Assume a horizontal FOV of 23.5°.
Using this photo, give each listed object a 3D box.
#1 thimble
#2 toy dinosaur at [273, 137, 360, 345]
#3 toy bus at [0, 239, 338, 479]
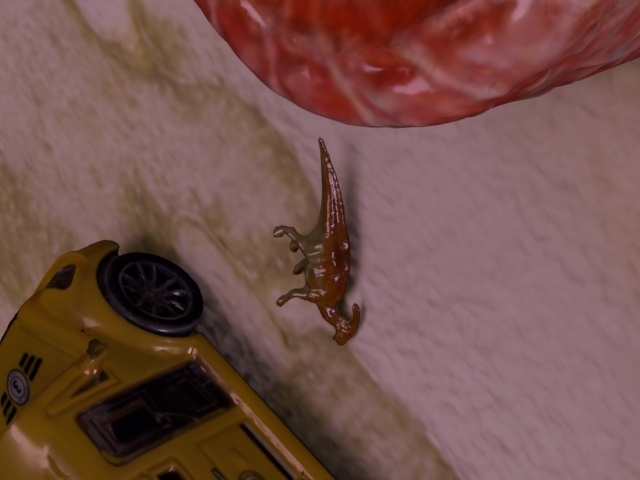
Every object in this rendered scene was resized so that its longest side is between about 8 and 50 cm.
[{"bbox_3d":[0.053,-0.165,0.582,0.239,0.162,0.239,12,111,35],"label":"thimble"},{"bbox_3d":[-0.003,0.001,0.760,0.041,0.026,0.113,4,114,30],"label":"toy dinosaur"},{"bbox_3d":[-0.068,0.157,0.775,0.331,0.151,0.145,45,128,19],"label":"toy bus"}]
